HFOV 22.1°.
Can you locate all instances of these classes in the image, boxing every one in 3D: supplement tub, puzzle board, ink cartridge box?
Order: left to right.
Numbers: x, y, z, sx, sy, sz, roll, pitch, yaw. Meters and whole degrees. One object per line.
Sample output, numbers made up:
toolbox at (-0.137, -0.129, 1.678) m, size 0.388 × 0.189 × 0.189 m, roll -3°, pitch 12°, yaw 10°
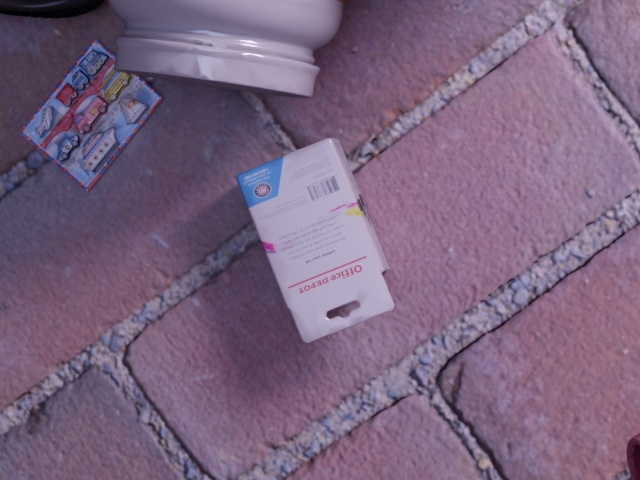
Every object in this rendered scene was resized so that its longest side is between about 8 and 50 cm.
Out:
puzzle board at (-0.237, -0.129, 1.690) m, size 0.096 × 0.011 × 0.128 m, roll 41°, pitch 98°, yaw 6°
supplement tub at (-0.080, -0.303, 1.550) m, size 0.228 × 0.228 × 0.316 m, roll 8°, pitch 93°, yaw 9°
ink cartridge box at (0.000, 0.000, 1.631) m, size 0.104 × 0.061 × 0.181 m, roll -21°, pitch 88°, yaw 10°

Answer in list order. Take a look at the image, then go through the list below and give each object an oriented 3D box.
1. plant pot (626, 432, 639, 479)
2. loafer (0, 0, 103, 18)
plant pot at (0.411, 0.234, 1.520) m, size 0.180 × 0.201 × 0.201 m, roll -27°, pitch 88°, yaw -7°
loafer at (-0.327, -0.271, 1.664) m, size 0.220 × 0.080 × 0.078 m, roll 5°, pitch 93°, yaw 9°
